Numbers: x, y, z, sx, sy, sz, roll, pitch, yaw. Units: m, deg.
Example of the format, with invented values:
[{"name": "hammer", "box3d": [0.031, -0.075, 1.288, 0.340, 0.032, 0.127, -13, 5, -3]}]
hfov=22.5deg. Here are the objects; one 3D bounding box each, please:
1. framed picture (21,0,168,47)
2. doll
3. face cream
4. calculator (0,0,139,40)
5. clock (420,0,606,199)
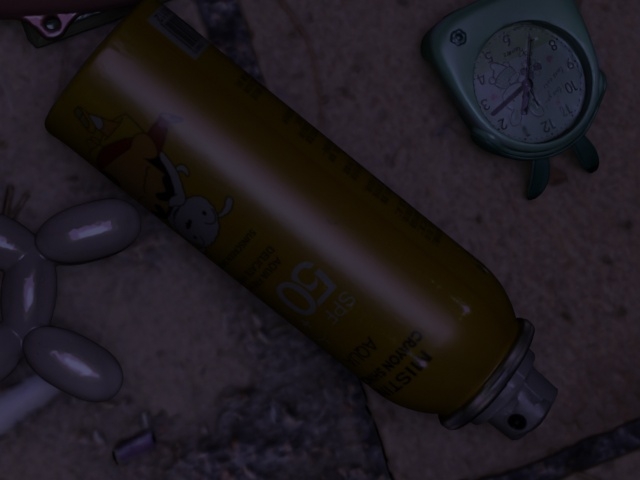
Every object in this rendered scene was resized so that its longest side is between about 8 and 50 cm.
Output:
[{"name": "framed picture", "box3d": [-0.087, -0.278, 1.020, 0.296, 0.019, 0.232, -22, 91, -10]}, {"name": "doll", "box3d": [-0.192, 0.017, 0.966, 0.160, 0.059, 0.161, 5, 87, -11]}, {"name": "face cream", "box3d": [0.000, 0.000, 0.977, 0.349, 0.105, 0.105, 39, 81, -6]}, {"name": "calculator", "box3d": [-0.179, -0.286, 0.973, 0.220, 0.048, 0.329, -7, 91, -11]}, {"name": "clock", "box3d": [0.132, -0.096, 1.037, 0.101, 0.041, 0.135, -25, 92, -11]}]
